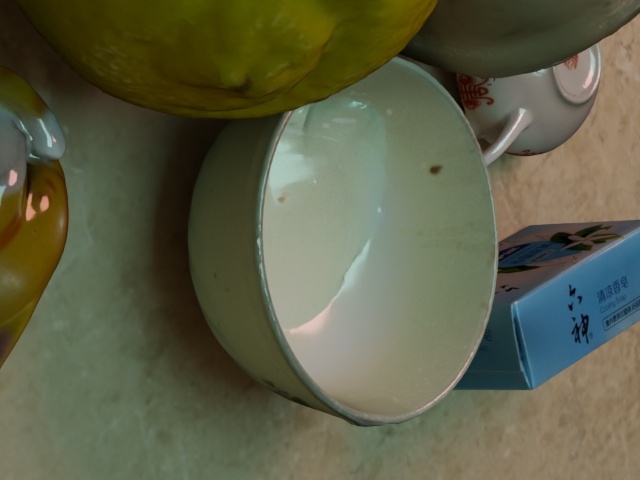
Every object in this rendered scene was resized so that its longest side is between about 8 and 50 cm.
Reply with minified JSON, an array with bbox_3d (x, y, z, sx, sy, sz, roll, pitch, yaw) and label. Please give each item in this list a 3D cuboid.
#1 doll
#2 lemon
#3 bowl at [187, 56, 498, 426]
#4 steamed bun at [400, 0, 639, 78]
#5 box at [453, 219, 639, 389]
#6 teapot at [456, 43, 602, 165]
[{"bbox_3d":[-0.257,-0.055,1.157,0.269,0.162,0.167,45,27,-30],"label":"doll"},{"bbox_3d":[-0.061,-0.248,1.256,0.348,0.348,0.348,3,86,-47],"label":"lemon"},{"bbox_3d":[0.000,0.000,1.443,0.277,0.145,0.277,0,90,-48],"label":"bowl"},{"bbox_3d":[0.171,-0.244,1.514,0.310,0.324,0.219,-50,124,-26],"label":"steamed bun"},{"bbox_3d":[0.182,0.053,1.639,0.232,0.142,0.083,-24,106,-45],"label":"box"},{"bbox_3d":[0.180,-0.147,1.687,0.245,0.116,0.159,-50,136,-30],"label":"teapot"}]
